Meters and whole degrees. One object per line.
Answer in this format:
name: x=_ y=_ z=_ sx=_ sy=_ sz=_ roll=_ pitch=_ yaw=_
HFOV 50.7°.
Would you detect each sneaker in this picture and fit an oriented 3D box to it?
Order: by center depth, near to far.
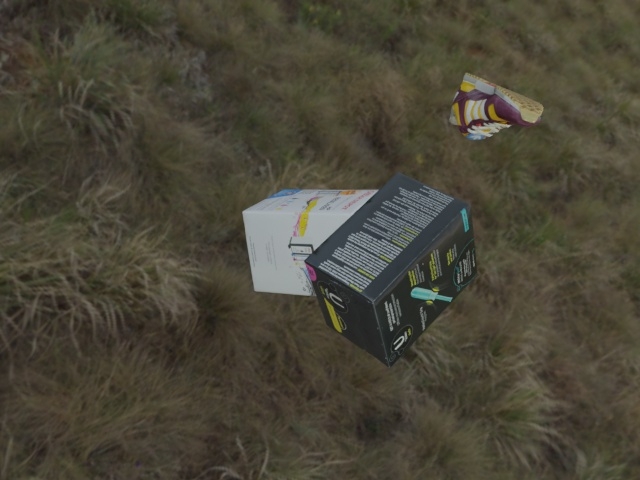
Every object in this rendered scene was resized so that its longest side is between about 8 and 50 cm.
sneaker: x=0.239 y=-0.171 z=0.938 sx=0.069 sy=0.084 sz=0.185 roll=16 pitch=20 yaw=-19

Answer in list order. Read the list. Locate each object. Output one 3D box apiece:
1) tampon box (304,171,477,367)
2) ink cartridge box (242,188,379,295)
tampon box: x=0.081 y=0.030 z=0.741 sx=0.101 sy=0.120 sz=0.161 roll=30 pitch=61 yaw=36
ink cartridge box: x=0.000 y=0.000 z=1.307 sx=0.171 sy=0.232 sz=0.168 roll=-35 pitch=123 yaw=-57
